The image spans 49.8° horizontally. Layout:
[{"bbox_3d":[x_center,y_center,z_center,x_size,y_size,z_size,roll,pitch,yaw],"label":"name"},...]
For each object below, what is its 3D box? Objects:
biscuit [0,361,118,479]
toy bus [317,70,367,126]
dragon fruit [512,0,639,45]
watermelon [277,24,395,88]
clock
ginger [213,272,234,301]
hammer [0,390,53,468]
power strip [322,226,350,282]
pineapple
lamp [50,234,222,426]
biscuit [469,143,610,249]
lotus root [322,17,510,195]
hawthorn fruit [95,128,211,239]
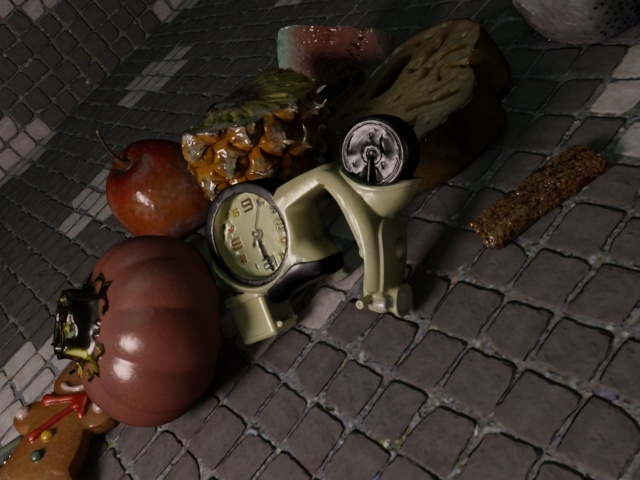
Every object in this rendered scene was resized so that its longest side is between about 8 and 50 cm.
[{"bbox_3d":[-0.454,0.317,1.199,0.205,0.049,0.324,-4,35,17],"label":"biscuit"},{"bbox_3d":[0.029,-0.297,1.477,0.162,0.074,0.069,-45,41,-12],"label":"toy bus"},{"bbox_3d":[0.462,-0.479,1.150,0.283,0.204,0.221,-33,35,12],"label":"dragon fruit"},{"bbox_3d":[0.034,-0.398,1.431,0.241,0.154,0.094,-3,46,13],"label":"watermelon"},{"bbox_3d":[0.000,0.000,1.012,0.379,0.276,0.120,-19,1,35],"label":"clock"},{"bbox_3d":[-0.174,0.086,1.259,0.137,0.044,0.057,6,36,46],"label":"ginger"},{"bbox_3d":[-0.542,0.380,1.272,0.226,0.041,0.159,-36,33,6],"label":"hammer"},{"bbox_3d":[0.006,0.010,1.162,0.030,0.047,0.191,-42,33,8],"label":"power strip"},{"bbox_3d":[-0.061,-0.134,1.249,0.209,0.286,0.344,6,36,26],"label":"pineapple"},{"bbox_3d":[-0.288,0.138,1.083,0.305,0.240,0.305,-16,71,57],"label":"lamp"},{"bbox_3d":[0.303,-0.062,0.967,0.199,0.034,0.064,-37,32,4],"label":"biscuit"},{"bbox_3d":[0.160,-0.234,1.251,0.375,0.111,0.390,-6,49,43],"label":"lotus root"},{"bbox_3d":[-0.356,-0.115,1.513,0.235,0.263,0.231,-49,-1,39],"label":"hawthorn fruit"}]
